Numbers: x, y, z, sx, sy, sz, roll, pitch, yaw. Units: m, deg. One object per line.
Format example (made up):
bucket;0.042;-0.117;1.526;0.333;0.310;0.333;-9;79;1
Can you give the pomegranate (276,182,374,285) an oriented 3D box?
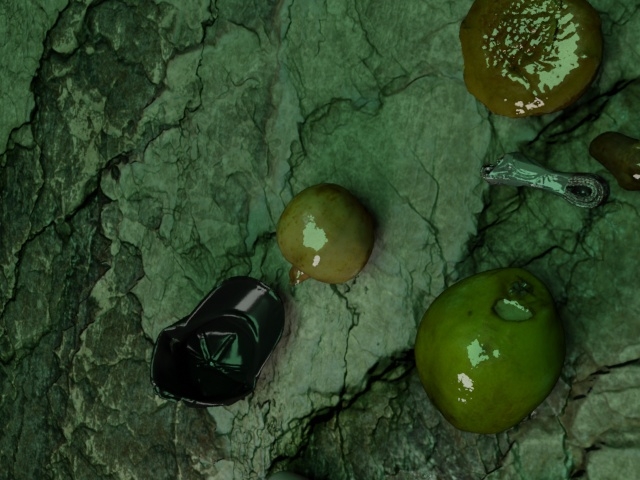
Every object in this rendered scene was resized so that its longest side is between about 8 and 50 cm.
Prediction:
pomegranate;0.010;-0.013;1.583;0.207;0.207;0.207;0;89;31

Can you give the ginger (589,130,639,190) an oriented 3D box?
ginger;0.599;-0.146;1.280;0.309;0.107;0.132;-15;96;34

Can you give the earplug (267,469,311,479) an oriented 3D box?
earplug;-0.006;0.595;1.619;0.301;0.172;0.172;39;109;34

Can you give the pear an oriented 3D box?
pear;0.296;0.194;1.380;0.269;0.269;0.321;31;124;28

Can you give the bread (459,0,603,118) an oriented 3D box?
bread;0.377;-0.335;1.396;0.269;0.146;0.268;1;92;35

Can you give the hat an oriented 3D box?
hat;-0.212;0.229;1.759;0.238;0.209;0.336;42;92;4

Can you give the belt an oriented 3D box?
belt;0.408;-0.113;1.425;0.232;0.053;0.071;18;106;30
